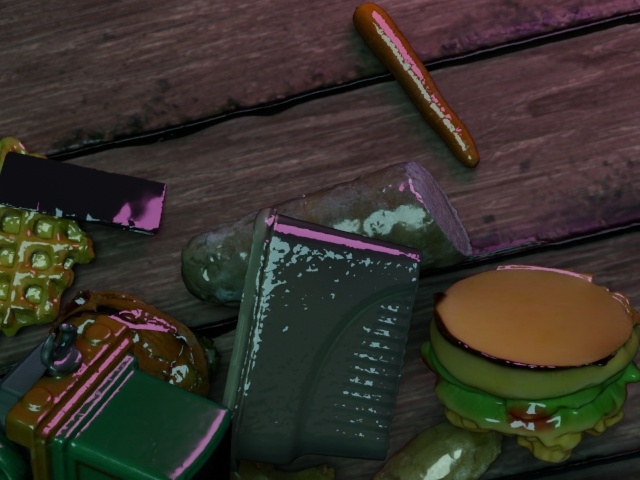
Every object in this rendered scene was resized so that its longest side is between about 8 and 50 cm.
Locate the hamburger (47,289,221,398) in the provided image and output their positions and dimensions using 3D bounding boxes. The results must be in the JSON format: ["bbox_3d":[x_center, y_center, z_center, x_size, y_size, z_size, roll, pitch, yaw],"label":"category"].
[{"bbox_3d":[-0.231,0.157,1.426,0.206,0.130,0.183,27,85,9],"label":"hamburger"}]

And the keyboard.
[{"bbox_3d":[-0.286,-0.055,1.503,0.196,0.015,0.074,11,58,-7],"label":"keyboard"}]

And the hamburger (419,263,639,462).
[{"bbox_3d":[0.223,0.135,1.348,0.237,0.237,0.149,2,119,7],"label":"hamburger"}]

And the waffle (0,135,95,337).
[{"bbox_3d":[-0.418,0.003,1.515,0.291,0.051,0.291,-1,76,3],"label":"waffle"}]

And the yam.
[{"bbox_3d":[0.000,0.000,1.436,0.330,0.133,0.133,-14,77,7],"label":"yam"}]

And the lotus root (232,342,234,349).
[{"bbox_3d":[-0.011,0.149,1.421,0.190,0.094,0.108,20,114,8],"label":"lotus root"}]

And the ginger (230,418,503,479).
[{"bbox_3d":[0.013,0.356,1.352,0.348,0.122,0.363,0,68,15],"label":"ginger"}]

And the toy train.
[{"bbox_3d":[-0.218,0.262,1.276,0.249,0.429,0.178,18,39,16],"label":"toy train"}]

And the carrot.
[{"bbox_3d":[0.116,-0.187,1.502,0.043,0.043,0.248,-35,79,-1],"label":"carrot"}]

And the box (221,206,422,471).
[{"bbox_3d":[-0.004,0.112,1.312,0.178,0.138,0.274,10,94,-2],"label":"box"}]
